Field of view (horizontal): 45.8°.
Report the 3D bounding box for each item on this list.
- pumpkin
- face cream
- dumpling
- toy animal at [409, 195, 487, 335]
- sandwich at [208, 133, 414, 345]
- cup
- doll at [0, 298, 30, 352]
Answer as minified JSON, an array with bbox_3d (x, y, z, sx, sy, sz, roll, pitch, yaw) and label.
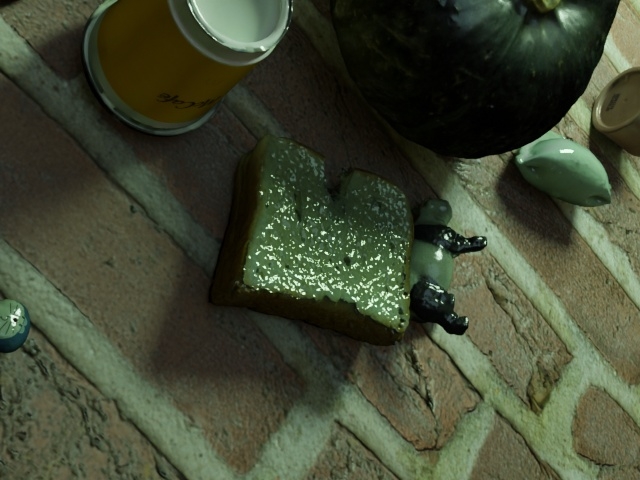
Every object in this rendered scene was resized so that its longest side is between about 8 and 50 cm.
[{"bbox_3d":[0.221,-0.349,1.131,0.454,0.344,0.455,-3,97,-29],"label":"pumpkin"},{"bbox_3d":[0.625,-0.252,1.484,0.104,0.149,0.149,27,64,-24],"label":"face cream"},{"bbox_3d":[0.430,-0.133,1.371,0.216,0.149,0.105,15,108,-23],"label":"dumpling"},{"bbox_3d":[0.175,0.031,1.159,0.121,0.094,0.225,24,66,-16],"label":"toy animal"},{"bbox_3d":[0.001,0.000,1.048,0.273,0.095,0.249,19,64,-27],"label":"sandwich"},{"bbox_3d":[-0.158,-0.239,0.900,0.196,0.279,0.197,5,80,-34],"label":"cup"},{"bbox_3d":[-0.355,0.083,0.821,0.083,0.050,0.076,30,45,-22],"label":"doll"}]
